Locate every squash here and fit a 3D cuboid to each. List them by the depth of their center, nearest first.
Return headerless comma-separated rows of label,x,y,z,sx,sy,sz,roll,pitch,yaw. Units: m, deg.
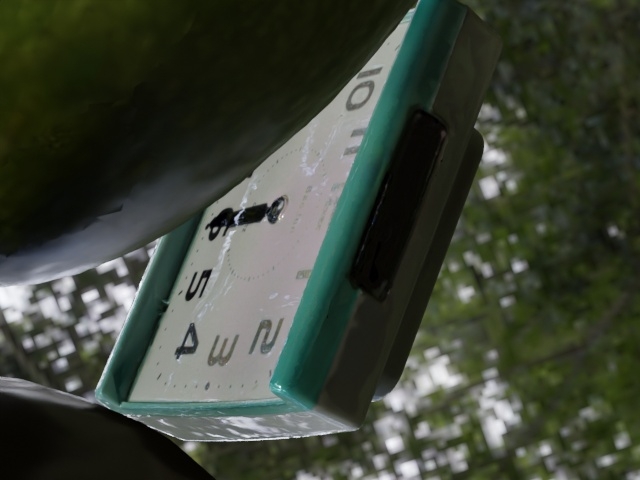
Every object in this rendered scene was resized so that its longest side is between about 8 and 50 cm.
squash,-0.092,-0.139,0.626,0.310,0.310,0.308,40,-108,-48

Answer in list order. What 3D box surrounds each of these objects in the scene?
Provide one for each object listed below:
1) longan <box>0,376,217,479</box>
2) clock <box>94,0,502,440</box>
longan,-0.177,0.191,0.537,0.405,0.336,0.404,4,-96,-35
clock,0.000,0.000,1.170,0.116,0.231,0.262,31,-111,-28
